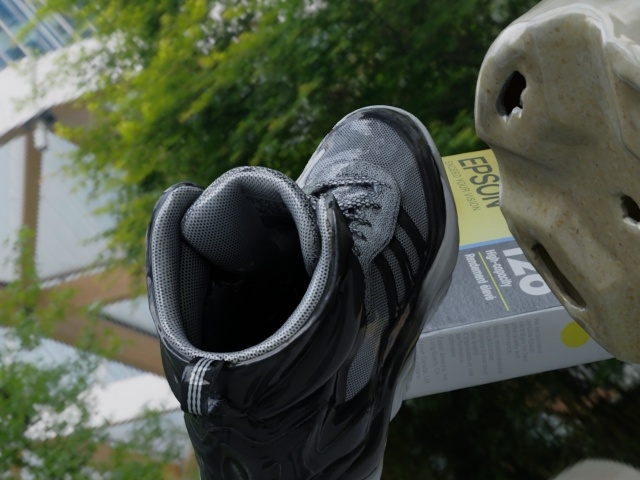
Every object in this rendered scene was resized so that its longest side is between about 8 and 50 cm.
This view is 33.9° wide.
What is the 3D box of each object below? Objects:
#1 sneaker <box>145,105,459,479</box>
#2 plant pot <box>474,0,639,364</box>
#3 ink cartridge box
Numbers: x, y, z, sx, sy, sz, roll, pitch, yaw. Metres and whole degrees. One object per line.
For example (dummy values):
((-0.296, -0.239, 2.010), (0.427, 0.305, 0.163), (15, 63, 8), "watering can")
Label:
((0.000, 0.000, 0.503), (0.153, 0.101, 0.269), (72, -151, -48), "sneaker")
((0.264, -0.085, 0.559), (0.305, 0.334, 0.334), (-31, -17, -16), "plant pot")
((0.124, 0.011, 0.894), (0.307, 0.072, 0.304), (-12, 27, -2), "ink cartridge box")
